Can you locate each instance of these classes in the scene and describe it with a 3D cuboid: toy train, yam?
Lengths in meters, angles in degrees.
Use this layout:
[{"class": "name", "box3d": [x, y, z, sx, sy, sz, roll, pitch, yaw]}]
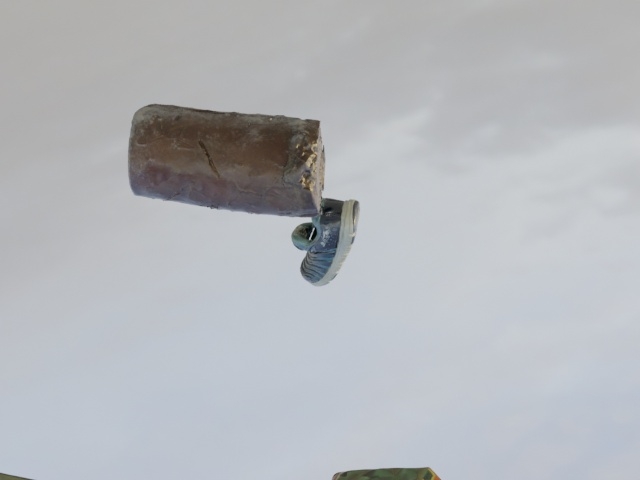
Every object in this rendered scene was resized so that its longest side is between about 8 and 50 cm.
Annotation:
[{"class": "toy train", "box3d": [0.080, 0.356, 2.081, 0.188, 0.099, 0.072, -7, -151, 27]}, {"class": "yam", "box3d": [-0.066, -0.060, 1.170, 0.141, 0.079, 0.079, 6, -159, 5]}]

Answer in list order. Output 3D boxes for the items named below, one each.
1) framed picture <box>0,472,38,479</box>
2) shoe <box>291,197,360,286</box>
[{"class": "framed picture", "box3d": [-0.188, 0.273, 0.987, 0.335, 0.247, 0.022, 17, 164, -28]}, {"class": "shoe", "box3d": [0.000, 0.000, 1.896, 0.071, 0.143, 0.064, 19, -131, -5]}]
